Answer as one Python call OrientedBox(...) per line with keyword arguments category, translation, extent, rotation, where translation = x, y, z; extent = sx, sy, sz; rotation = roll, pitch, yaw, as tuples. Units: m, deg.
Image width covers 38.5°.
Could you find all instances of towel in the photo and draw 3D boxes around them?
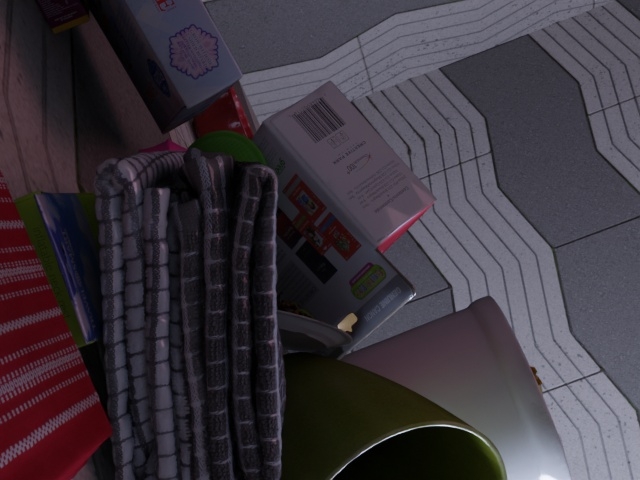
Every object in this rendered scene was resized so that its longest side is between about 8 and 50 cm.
OrientedBox(category="towel", translation=(-0.085, 0.067, 0.724), extent=(0.235, 0.121, 0.283), rotation=(-87, 174, -86))
OrientedBox(category="towel", translation=(-0.199, 0.017, 0.487), extent=(0.199, 0.031, 0.275), rotation=(-43, 110, -85))

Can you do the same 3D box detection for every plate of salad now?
OrientedBox(category="plate of salad", translation=(-0.057, 0.098, 1.132), extent=(0.200, 0.200, 0.048), rotation=(63, 36, -69))

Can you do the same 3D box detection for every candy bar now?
OrientedBox(category="candy bar", translation=(0.333, 0.248, 1.396), extent=(0.040, 0.018, 0.161), rotation=(-108, 177, -46))

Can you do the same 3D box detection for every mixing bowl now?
OrientedBox(category="mixing bowl", translation=(-0.190, -0.211, 1.796), extent=(0.181, 0.098, 0.181), rotation=(-20, 90, -88))

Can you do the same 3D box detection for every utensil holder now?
OrientedBox(category="utensil holder", translation=(0.138, 0.302, 1.393), extent=(0.327, 0.385, 0.327), rotation=(-20, 90, -88))

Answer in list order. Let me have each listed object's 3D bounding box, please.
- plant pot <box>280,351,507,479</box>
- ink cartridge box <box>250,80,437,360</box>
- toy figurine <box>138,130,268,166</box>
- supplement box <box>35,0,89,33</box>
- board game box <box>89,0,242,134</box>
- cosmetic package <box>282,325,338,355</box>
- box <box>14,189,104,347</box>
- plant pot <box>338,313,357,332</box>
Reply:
OrientedBox(category="plant pot", translation=(0.024, 0.261, 1.094), extent=(0.293, 0.275, 0.275), rotation=(39, -25, 56))
OrientedBox(category="ink cartridge box", translation=(0.000, 0.000, 1.202), extent=(0.272, 0.130, 0.309), rotation=(49, -36, 5))
OrientedBox(category="toy figurine", translation=(-0.168, -0.073, 1.035), extent=(0.159, 0.173, 0.130), rotation=(4, 96, -67))
OrientedBox(category="supplement box", translation=(-0.278, -0.268, 0.957), extent=(0.055, 0.043, 0.083), rotation=(-107, 175, -51))
OrientedBox(category="board game box", translation=(-0.207, -0.273, 0.950), extent=(0.318, 0.066, 0.319), rotation=(61, -11, -9))
OrientedBox(category="cosmetic package", translation=(-0.080, 0.053, 1.429), extent=(0.129, 0.153, 0.296), rotation=(67, 4, -75))
OrientedBox(category="box", translation=(-0.181, 0.019, 0.674), extent=(0.178, 0.042, 0.109), rotation=(-72, 143, -87))
OrientedBox(category="plant pot", translation=(0.024, 0.126, 1.914), extent=(0.237, 0.254, 0.237), rotation=(-22, 90, -88))
